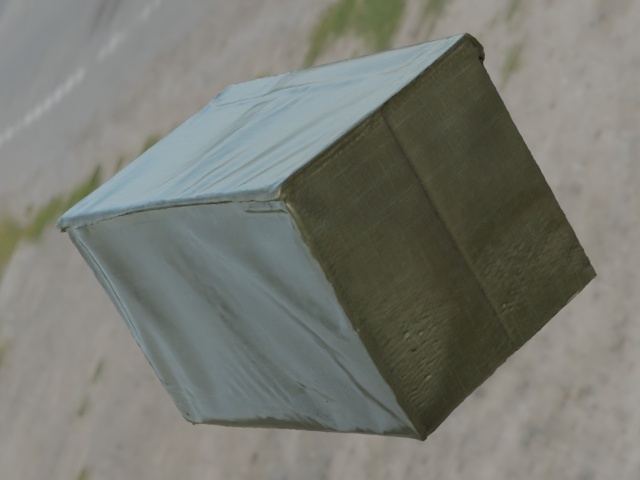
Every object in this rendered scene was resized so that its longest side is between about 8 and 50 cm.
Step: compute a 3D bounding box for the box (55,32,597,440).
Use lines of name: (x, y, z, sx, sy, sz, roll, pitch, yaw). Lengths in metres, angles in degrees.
box: (0.000, 0.000, 1.024, 0.155, 0.149, 0.231, -41, 19, -30)
